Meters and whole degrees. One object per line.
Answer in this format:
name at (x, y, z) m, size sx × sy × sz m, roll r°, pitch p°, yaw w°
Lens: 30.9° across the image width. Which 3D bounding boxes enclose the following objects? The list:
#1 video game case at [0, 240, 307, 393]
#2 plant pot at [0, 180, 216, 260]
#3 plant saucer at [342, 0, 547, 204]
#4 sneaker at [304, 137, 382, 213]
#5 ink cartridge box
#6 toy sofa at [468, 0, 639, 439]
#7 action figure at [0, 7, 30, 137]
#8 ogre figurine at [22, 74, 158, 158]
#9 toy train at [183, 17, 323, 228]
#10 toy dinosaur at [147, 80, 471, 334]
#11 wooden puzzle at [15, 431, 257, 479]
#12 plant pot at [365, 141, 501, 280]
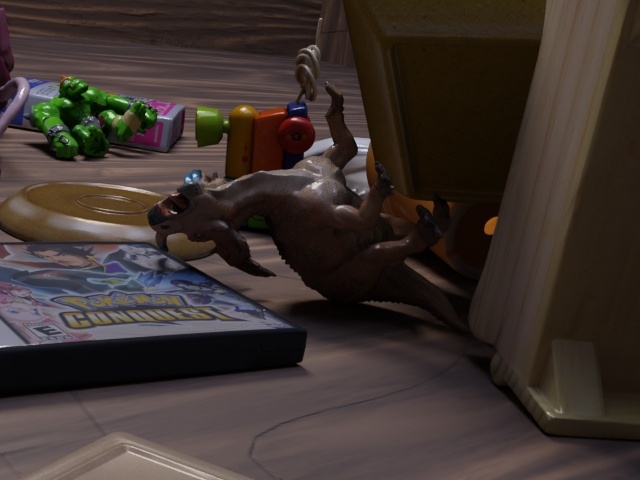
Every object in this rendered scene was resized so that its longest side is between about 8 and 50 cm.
video game case at (-0.192, 0.049, 0.910) m, size 0.275 × 0.035 × 0.248 m, roll -1°, pitch 17°, yaw -39°
plant pot at (-0.221, -0.026, 1.221) m, size 0.236 × 0.032 × 0.236 m, roll 10°, pitch 13°, yaw -2°
plant saucer at (0.187, -0.129, 1.052) m, size 0.333 × 0.332 × 0.081 m, roll 4°, pitch 56°, yaw 14°
sneaker at (0.064, -0.078, 1.520) m, size 0.258 × 0.091 × 0.094 m, roll -5°, pitch -35°, yaw 18°
ink cartridge box at (-0.375, -0.202, 1.803) m, size 0.311 × 0.065 × 0.186 m, roll 7°, pitch 13°, yaw -2°
toy sofa at (0.245, -0.039, 0.891) m, size 0.150 × 0.362 × 0.177 m, roll 5°, pitch 19°, yaw -16°
action figure at (-0.461, -0.236, 1.540) m, size 0.276 × 0.248 × 0.370 m, roll 35°, pitch -5°, yaw 0°
ogre figurine at (-0.332, -0.171, 1.636) m, size 0.118 × 0.096 × 0.197 m, roll 28°, pitch 52°, yaw 20°
toy train at (-0.079, -0.133, 1.317) m, size 0.144 × 0.247 × 0.105 m, roll 4°, pitch 14°, yaw -5°
toy dinosaur at (0.000, 0.000, 1.064) m, size 0.296 × 0.200 × 0.127 m, roll 43°, pitch 18°, yaw -21°
wooden puzzle at (-0.064, 0.160, 0.535) m, size 0.221 × 0.044 × 0.239 m, roll 15°, pitch 10°, yaw 23°
plant pot at (0.174, -0.056, 1.324) m, size 0.205 × 0.205 × 0.188 m, roll 5°, pitch 29°, yaw -18°
